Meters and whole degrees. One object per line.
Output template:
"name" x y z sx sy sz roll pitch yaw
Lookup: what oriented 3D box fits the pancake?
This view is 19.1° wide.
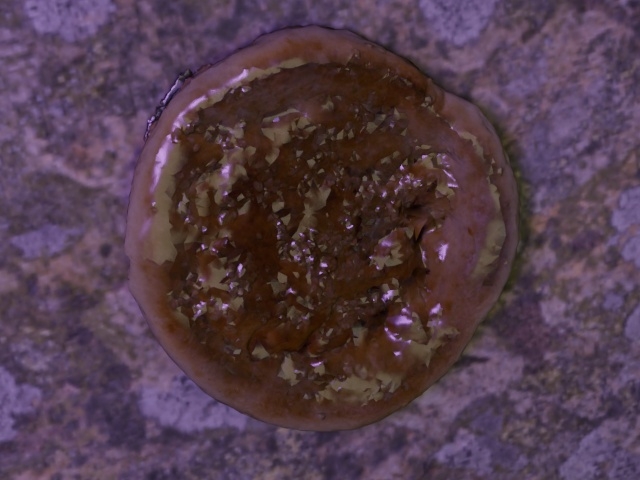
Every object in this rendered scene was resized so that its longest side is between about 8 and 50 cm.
"pancake" 0.000 -0.001 1.239 0.282 0.049 0.282 -5 109 -15
